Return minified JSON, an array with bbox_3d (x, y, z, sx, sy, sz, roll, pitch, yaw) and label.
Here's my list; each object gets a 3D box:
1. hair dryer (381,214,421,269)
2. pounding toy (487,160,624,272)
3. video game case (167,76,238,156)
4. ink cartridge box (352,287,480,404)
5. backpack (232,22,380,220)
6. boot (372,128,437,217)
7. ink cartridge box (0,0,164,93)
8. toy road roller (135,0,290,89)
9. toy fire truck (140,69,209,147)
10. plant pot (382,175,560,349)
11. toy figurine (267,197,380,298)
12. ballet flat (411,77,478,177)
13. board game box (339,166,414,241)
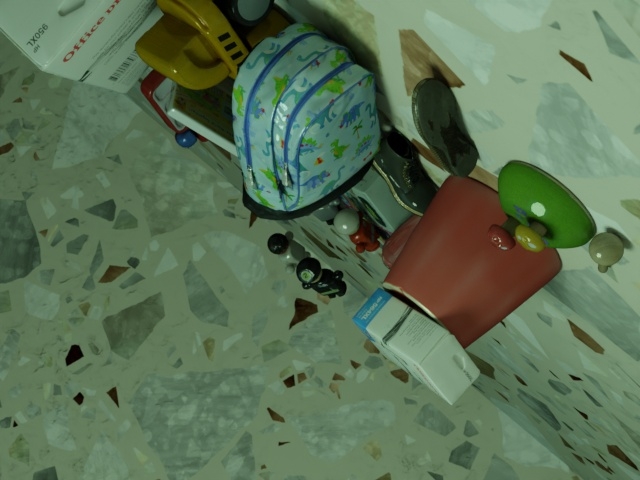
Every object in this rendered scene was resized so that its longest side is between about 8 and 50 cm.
[{"bbox_3d":[0.242,0.020,2.184,0.293,0.223,0.080,75,179,-49],"label":"hair dryer"},{"bbox_3d":[0.355,-0.010,1.626,0.237,0.110,0.183,41,171,13],"label":"pounding toy"},{"bbox_3d":[-0.194,-0.269,2.001,0.227,0.026,0.206,31,-138,-30],"label":"video game case"},{"bbox_3d":[0.175,0.192,1.857,0.203,0.086,0.148,33,166,50],"label":"ink cartridge box"},{"bbox_3d":[-0.024,-0.217,1.816,0.273,0.290,0.356,37,152,43],"label":"backpack"},{"bbox_3d":[0.177,-0.126,1.974,0.198,0.077,0.137,42,166,-2],"label":"boot"},{"bbox_3d":[-0.410,-0.454,1.931,0.166,0.285,0.395,43,-172,6],"label":"ink cartridge box"},{"bbox_3d":[-0.192,-0.362,1.893,0.202,0.240,0.329,35,168,39],"label":"toy road roller"},{"bbox_3d":[-0.252,-0.336,2.223,0.169,0.254,0.302,38,170,27],"label":"toy fire truck"},{"bbox_3d":[0.265,0.056,1.891,0.275,0.243,0.275,41,171,7],"label":"plant pot"},{"bbox_3d":[0.000,0.000,2.252,0.209,0.213,0.148,39,-177,41],"label":"toy figurine"},{"bbox_3d":[0.192,-0.182,1.641,0.058,0.084,0.250,34,173,36],"label":"ballet flat"},{"bbox_3d":[0.099,-0.108,2.296,0.224,0.097,0.303,50,168,-35],"label":"board game box"}]
